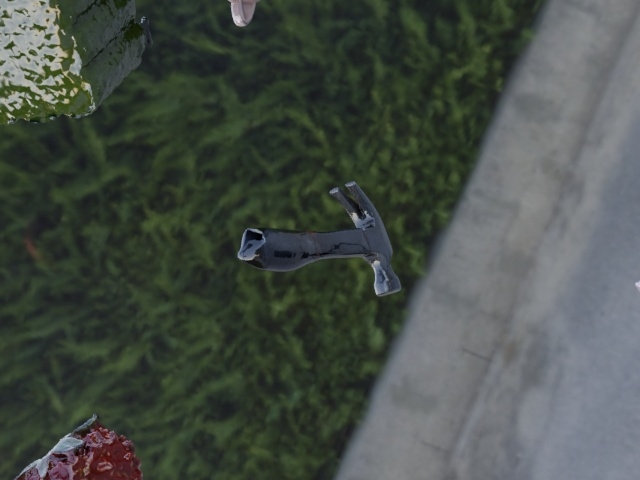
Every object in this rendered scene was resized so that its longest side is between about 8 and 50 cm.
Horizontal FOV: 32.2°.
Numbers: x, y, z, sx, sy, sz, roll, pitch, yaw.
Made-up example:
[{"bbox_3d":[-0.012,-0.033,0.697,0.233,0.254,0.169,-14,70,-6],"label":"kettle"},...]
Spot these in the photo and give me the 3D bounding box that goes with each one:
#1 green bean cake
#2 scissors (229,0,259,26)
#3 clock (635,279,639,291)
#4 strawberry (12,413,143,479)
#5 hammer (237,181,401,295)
[{"bbox_3d":[-0.319,-0.246,1.075,0.156,0.247,0.250,-69,-29,-55],"label":"green bean cake"},{"bbox_3d":[-0.059,-0.389,1.189,0.024,0.160,0.317,5,69,37],"label":"scissors"},{"bbox_3d":[0.602,0.091,1.816,0.080,0.275,0.290,-34,18,2],"label":"clock"},{"bbox_3d":[-0.254,0.314,1.254,0.167,0.208,0.087,-40,-5,-8],"label":"strawberry"},{"bbox_3d":[0.000,0.000,1.236,0.037,0.290,0.137,-22,80,29],"label":"hammer"}]
